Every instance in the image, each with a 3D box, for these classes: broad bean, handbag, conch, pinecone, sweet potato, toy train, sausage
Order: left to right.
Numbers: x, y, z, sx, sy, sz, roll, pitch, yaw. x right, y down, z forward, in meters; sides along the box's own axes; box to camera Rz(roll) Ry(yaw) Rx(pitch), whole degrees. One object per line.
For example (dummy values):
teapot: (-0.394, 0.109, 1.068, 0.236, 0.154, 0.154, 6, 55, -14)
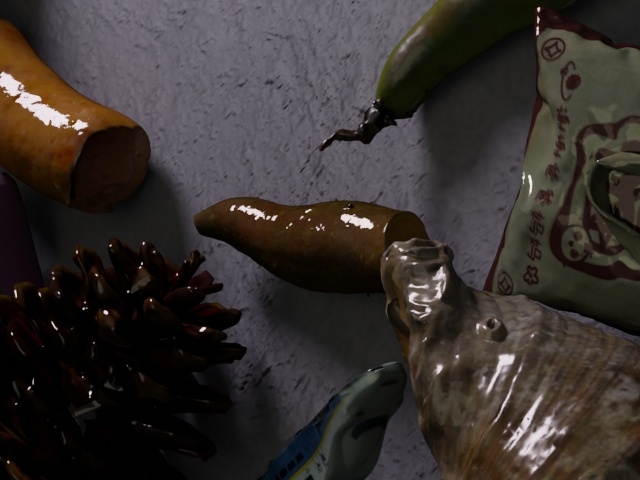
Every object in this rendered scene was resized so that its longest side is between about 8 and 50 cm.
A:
sausage: (-0.262, -0.121, 1.634, 0.270, 0.109, 0.109, 41, 110, 32)
pinecone: (-0.183, 0.126, 1.468, 0.292, 0.246, 0.246, -50, 59, 10)
sweet potato: (0.000, 0.000, 1.444, 0.243, 0.077, 0.077, 9, 91, 46)
toy train: (0.013, 0.154, 1.363, 0.051, 0.052, 0.234, 66, 150, 17)
broad bean: (0.128, -0.172, 1.370, 0.325, 0.067, 0.075, -41, 33, 29)
conch: (0.168, 0.154, 1.213, 0.210, 0.297, 0.352, -9, 65, -7)
handbag: (0.230, -0.030, 1.240, 0.235, 0.127, 0.213, 17, 97, 25)

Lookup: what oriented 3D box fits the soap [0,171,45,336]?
soap: (-0.371, 0.044, 1.684, 0.259, 0.081, 0.181, -7, 99, 38)
